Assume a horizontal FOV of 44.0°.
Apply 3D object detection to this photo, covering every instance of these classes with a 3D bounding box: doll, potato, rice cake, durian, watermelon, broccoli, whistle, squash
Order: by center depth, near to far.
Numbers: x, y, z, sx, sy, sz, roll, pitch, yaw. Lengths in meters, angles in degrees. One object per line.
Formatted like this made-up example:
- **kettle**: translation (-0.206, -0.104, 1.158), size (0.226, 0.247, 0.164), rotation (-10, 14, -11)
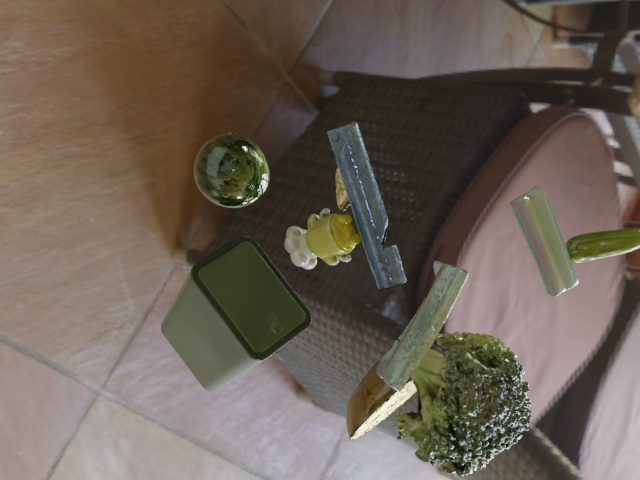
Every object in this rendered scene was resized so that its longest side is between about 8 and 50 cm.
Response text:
- **whistle**: translation (0.084, -0.061, 1.433), size (0.062, 0.062, 0.304), rotation (-20, 93, -43)
- **doll**: translation (0.000, 0.000, 1.462), size (0.062, 0.163, 0.106), rotation (-28, 97, -49)
- **watermelon**: translation (-0.176, -0.140, 1.513), size (0.141, 0.187, 0.140), rotation (-16, 124, -25)
- **rice cake**: translation (0.451, 0.006, 1.591), size (0.080, 0.042, 0.221), rotation (-30, 102, -27)
- **rice cake**: translation (0.208, 0.172, 1.629), size (0.051, 0.081, 0.290), rotation (38, 79, -46)
- **broccoli**: translation (0.290, 0.344, 1.753), size (0.293, 0.281, 0.347), rotation (-30, 120, -13)
- **squash**: translation (0.665, 0.006, 1.840), size (0.066, 0.201, 0.066), rotation (-13, 90, -81)
- **durian**: translation (0.064, -0.133, 1.859), size (0.052, 0.066, 0.130), rotation (53, 36, -70)
- **potato**: translation (0.159, 0.365, 1.976), size (0.299, 0.116, 0.239), rotation (-39, 166, -10)

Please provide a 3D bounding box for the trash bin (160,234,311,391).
- **trash bin**: translation (-0.188, 0.167, 1.638), size (0.158, 0.343, 0.223), rotation (-35, 84, -31)
